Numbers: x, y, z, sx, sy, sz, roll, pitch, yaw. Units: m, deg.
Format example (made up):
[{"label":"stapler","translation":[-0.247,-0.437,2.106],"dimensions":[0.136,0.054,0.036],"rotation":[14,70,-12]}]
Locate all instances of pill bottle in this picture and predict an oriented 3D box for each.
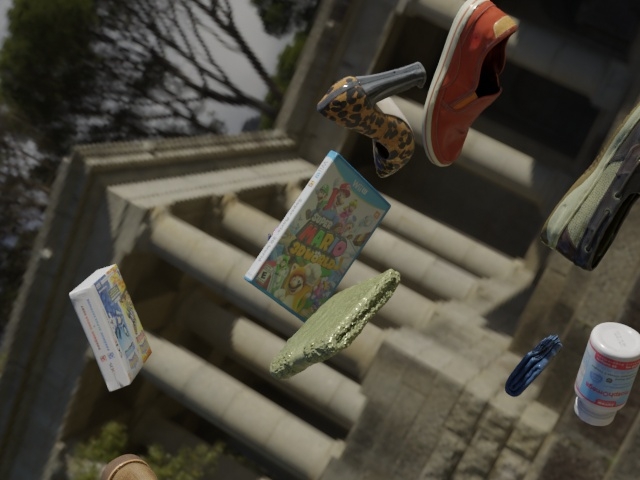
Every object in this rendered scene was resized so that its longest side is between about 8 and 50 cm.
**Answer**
[{"label":"pill bottle","translation":[0.458,0.217,1.750],"dimensions":[0.087,0.087,0.160],"rotation":[-40,-35,-47]}]

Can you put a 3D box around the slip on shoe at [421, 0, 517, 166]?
[{"label":"slip on shoe","translation":[0.255,-0.256,1.881],"dimensions":[0.123,0.101,0.331],"rotation":[-35,-30,-42]}]

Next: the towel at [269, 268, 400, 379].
[{"label":"towel","translation":[0.017,0.085,1.114],"dimensions":[0.110,0.027,0.148],"rotation":[-29,10,42]}]

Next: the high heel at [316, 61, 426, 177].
[{"label":"high heel","translation":[0.064,-0.175,1.782],"dimensions":[0.186,0.093,0.261],"rotation":[-19,-33,-21]}]

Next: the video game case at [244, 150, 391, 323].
[{"label":"video game case","translation":[0.000,0.000,1.194],"dimensions":[0.166,0.015,0.119],"rotation":[-56,-45,-6]}]

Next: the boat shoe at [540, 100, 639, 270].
[{"label":"boat shoe","translation":[0.313,-0.066,1.090],"dimensions":[0.224,0.073,0.080],"rotation":[-54,-23,19]}]

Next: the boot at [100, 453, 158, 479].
[{"label":"boot","translation":[-0.265,0.481,1.625],"dimensions":[0.112,0.115,0.305],"rotation":[-13,-71,-34]}]

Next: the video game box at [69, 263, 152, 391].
[{"label":"video game box","translation":[-0.372,0.152,1.957],"dimensions":[0.205,0.048,0.187],"rotation":[-79,-29,-79]}]

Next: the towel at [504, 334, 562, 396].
[{"label":"towel","translation":[0.276,0.162,1.418],"dimensions":[0.067,0.029,0.119],"rotation":[-53,-14,23]}]

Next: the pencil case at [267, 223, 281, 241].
[{"label":"pencil case","translation":[-0.030,0.030,1.849],"dimensions":[0.152,0.064,0.070],"rotation":[57,-143,-47]}]
